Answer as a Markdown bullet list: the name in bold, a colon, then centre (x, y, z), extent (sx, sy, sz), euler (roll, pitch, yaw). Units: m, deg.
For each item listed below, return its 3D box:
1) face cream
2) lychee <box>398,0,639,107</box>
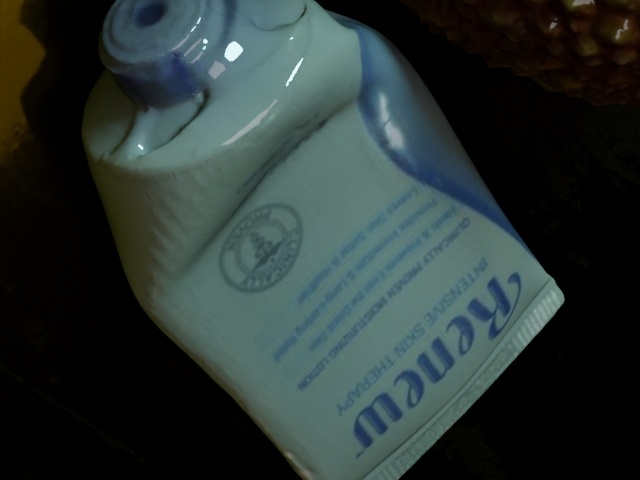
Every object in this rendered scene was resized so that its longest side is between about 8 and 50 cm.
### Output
- **face cream**: centre (0.000, 0.000, 0.900), extent (0.235, 0.137, 0.420), euler (-46, 133, -9)
- **lychee**: centre (0.164, -0.194, 0.844), extent (0.271, 0.236, 0.236), euler (6, 105, -4)
